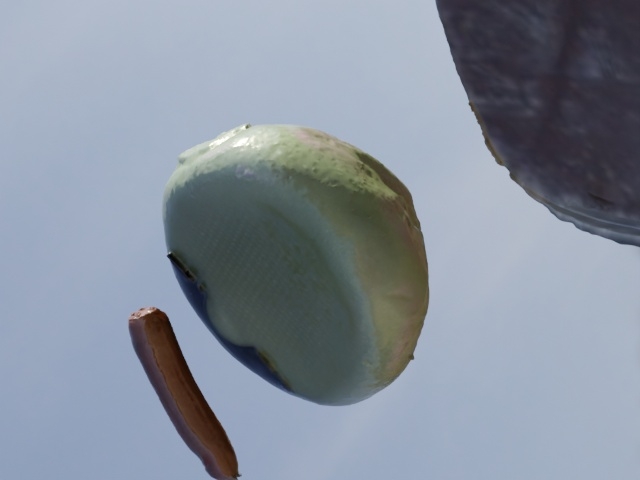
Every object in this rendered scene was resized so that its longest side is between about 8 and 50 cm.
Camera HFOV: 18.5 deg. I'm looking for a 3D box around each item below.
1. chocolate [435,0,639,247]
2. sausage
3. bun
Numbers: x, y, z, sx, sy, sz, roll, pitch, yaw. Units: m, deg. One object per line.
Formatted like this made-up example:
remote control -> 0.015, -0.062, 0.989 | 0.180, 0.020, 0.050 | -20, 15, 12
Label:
chocolate -> 0.177, -0.074, 0.796 | 0.080, 0.254, 0.157 | -46, -51, -33
sausage -> -0.122, 0.139, 1.770 | 0.040, 0.047, 0.177 | -34, -79, -46
bun -> 0.000, 0.000, 1.858 | 0.187, 0.293, 0.293 | -44, -51, -38
